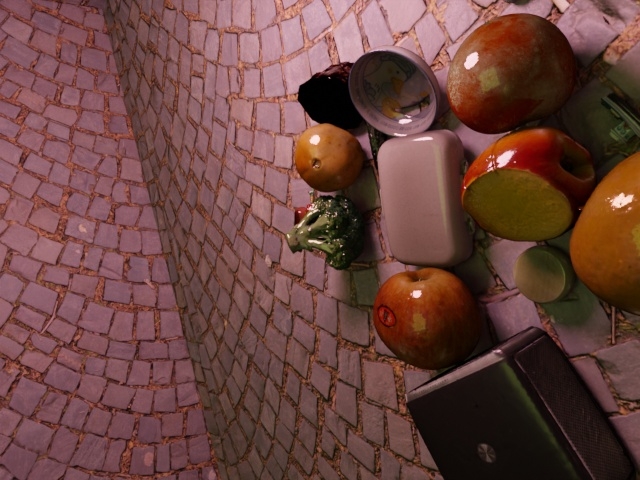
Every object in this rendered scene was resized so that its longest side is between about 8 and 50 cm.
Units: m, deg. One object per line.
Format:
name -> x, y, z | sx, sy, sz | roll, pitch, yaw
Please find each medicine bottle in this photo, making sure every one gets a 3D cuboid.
medicine bottle -> 0.290, -0.112, 1.403 | 0.282, 0.123, 0.375 | 2, 105, 49

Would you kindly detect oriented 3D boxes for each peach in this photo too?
peach -> 0.459, -0.118, 1.116 | 0.275, 0.245, 0.248 | -26, 86, 49

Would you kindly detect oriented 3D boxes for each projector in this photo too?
projector -> 0.478, 0.480, 1.243 | 0.395, 0.242, 0.405 | -46, 66, 42

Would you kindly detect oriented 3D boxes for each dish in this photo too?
dish -> 0.229, -0.439, 1.409 | 0.273, 0.134, 0.273 | 28, 148, 19

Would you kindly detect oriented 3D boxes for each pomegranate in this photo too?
pomegranate -> 0.027, -0.260, 1.608 | 0.233, 0.233, 0.233 | 15, 110, 47

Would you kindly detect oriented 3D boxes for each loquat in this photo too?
loquat -> 0.633, 0.000, 0.873 | 0.359, 0.329, 0.328 | 45, 130, 41

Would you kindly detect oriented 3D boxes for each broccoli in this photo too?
broccoli -> 0.021, -0.023, 1.645 | 0.270, 0.270, 0.269 | 165, 90, -79

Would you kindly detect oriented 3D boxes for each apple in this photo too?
apple -> 0.287, 0.192, 1.352 | 0.309, 0.277, 0.250 | 28, 139, 39

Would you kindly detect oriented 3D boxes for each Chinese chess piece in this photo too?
Chinese chess piece -> 0.543, 0.082, 1.213 | 0.144, 0.059, 0.144 | 12, 106, 49

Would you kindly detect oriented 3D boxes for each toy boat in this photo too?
toy boat -> 0.627, -0.241, 1.032 | 0.066, 0.059, 0.140 | -48, 64, 30

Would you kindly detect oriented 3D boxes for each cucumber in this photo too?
cucumber -> 0.189, -0.265, 1.546 | 0.067, 0.067, 0.245 | -10, 93, 50

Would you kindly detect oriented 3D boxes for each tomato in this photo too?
tomato -> 0.406, -0.372, 1.092 | 0.270, 0.270, 0.222 | 7, 132, 49

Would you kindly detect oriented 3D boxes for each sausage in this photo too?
sausage -> -0.066, -0.081, 1.895 | 0.059, 0.054, 0.094 | 5, 103, 49

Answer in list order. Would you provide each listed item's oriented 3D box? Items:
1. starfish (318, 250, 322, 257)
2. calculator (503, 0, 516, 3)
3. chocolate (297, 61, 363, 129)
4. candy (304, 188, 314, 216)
starfish -> 0.004, 0.000, 1.840 | 0.133, 0.041, 0.130 | -12, 81, 57
calculator -> 0.441, -0.676, 1.164 | 0.141, 0.045, 0.246 | -40, 69, 47
chocolate -> 0.073, -0.488, 1.601 | 0.224, 0.206, 0.177 | 0, 55, 40
candy -> -0.026, -0.174, 1.839 | 0.060, 0.060, 0.200 | 6, 95, 49
